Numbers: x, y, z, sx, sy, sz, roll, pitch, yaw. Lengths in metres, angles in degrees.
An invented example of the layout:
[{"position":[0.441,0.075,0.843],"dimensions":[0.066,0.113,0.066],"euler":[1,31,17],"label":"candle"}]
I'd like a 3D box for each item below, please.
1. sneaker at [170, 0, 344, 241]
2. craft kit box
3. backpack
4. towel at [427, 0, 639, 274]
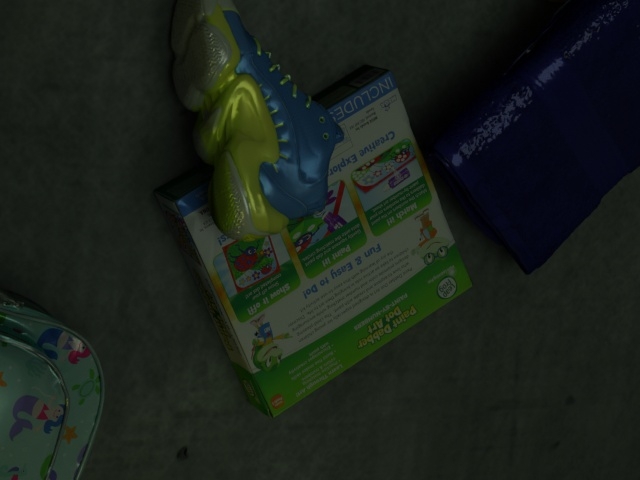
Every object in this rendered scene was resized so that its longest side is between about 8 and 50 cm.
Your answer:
[{"position":[-0.053,-0.121,1.569],"dimensions":[0.126,0.091,0.240],"euler":[-8,87,-29],"label":"sneaker"},{"position":[0.000,0.000,1.679],"dimensions":[0.250,0.061,0.247],"euler":[-32,114,-19],"label":"craft kit box"},{"position":[-0.305,0.140,1.468],"dimensions":[0.253,0.191,0.225],"euler":[18,93,-38],"label":"backpack"},{"position":[0.253,-0.135,1.745],"dimensions":[0.308,0.076,0.228],"euler":[-44,139,-3],"label":"towel"}]
